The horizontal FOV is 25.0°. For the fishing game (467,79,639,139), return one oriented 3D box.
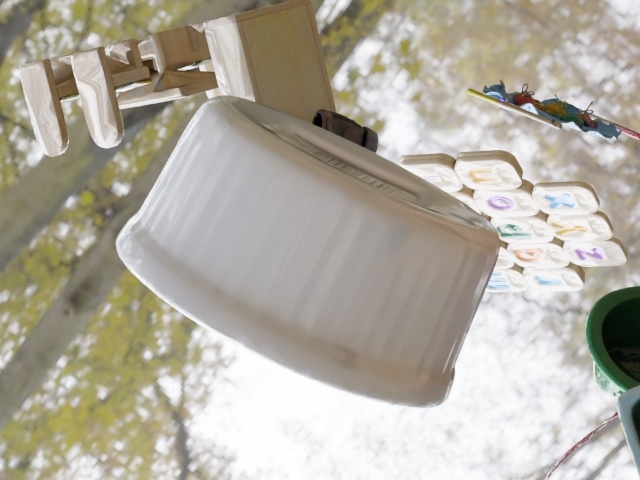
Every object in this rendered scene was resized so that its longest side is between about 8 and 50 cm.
[{"bbox_3d":[0.300,-0.174,1.854,0.189,0.041,0.264,28,-163,35],"label":"fishing game"}]

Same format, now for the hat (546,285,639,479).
[{"bbox_3d":[0.377,0.178,1.786,0.209,0.183,0.173,-3,-128,-15],"label":"hat"}]

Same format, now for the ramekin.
[{"bbox_3d":[0.000,0.000,1.083,0.277,0.135,0.277,26,-171,-5],"label":"ramekin"}]

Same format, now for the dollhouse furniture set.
[{"bbox_3d":[-0.174,-0.198,2.172,0.362,0.394,0.256,-22,-77,-44],"label":"dollhouse furniture set"}]

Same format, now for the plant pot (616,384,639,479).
[{"bbox_3d":[0.456,0.246,1.344,0.252,0.248,0.247,36,-143,-57],"label":"plant pot"}]

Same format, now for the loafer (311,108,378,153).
[{"bbox_3d":[-0.008,-0.047,1.959,0.095,0.109,0.302,32,-125,-20],"label":"loafer"}]

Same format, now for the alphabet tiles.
[{"bbox_3d":[0.204,-0.018,1.680,0.284,0.278,0.021,50,-134,-48],"label":"alphabet tiles"}]
